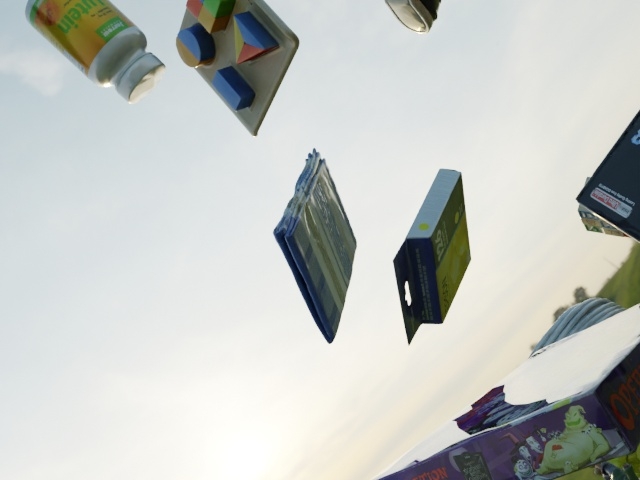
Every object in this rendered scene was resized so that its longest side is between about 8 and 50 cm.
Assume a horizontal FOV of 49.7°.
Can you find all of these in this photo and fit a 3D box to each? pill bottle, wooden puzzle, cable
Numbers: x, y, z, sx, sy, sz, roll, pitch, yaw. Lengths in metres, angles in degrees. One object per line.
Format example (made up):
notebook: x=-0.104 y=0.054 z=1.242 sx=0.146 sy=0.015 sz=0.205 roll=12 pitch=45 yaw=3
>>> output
pill bottle: x=-0.417 y=-0.378 z=1.305 sx=0.136 sy=0.246 sz=0.136 roll=-47 pitch=2 yaw=3
wooden puzzle: x=-0.217 y=-0.442 z=1.577 sx=0.080 sy=0.322 sz=0.348 roll=-33 pitch=-14 yaw=-34
cable: x=0.417 y=0.217 z=1.108 sx=0.257 sy=0.089 sz=0.257 roll=-35 pitch=-46 yaw=-21

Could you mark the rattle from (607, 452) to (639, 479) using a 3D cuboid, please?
rattle: x=0.634 y=0.403 z=1.253 sx=0.200 sy=0.143 sz=0.130 roll=-44 pitch=4 yaw=22

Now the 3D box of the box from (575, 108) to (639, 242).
box: x=0.502 y=-0.105 z=0.855 sx=0.073 sy=0.295 sz=0.293 roll=26 pitch=-74 yaw=-25

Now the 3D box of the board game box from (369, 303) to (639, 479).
board game box: x=0.212 y=0.125 z=0.591 sx=0.347 sy=0.056 sz=0.208 roll=-15 pitch=-22 yaw=-51

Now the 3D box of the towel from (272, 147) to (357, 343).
towel: x=0.000 y=0.000 z=1.104 sx=0.034 sy=0.209 sz=0.285 roll=-14 pitch=28 yaw=19

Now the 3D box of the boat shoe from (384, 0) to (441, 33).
boat shoe: x=0.096 y=-0.347 z=0.854 sx=0.065 sy=0.075 sz=0.206 roll=-58 pitch=-41 yaw=-9

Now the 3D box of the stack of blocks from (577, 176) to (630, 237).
stack of blocks: x=0.736 y=-0.050 z=1.511 sx=0.171 sy=0.297 sz=0.087 roll=38 pitch=-112 yaw=-54

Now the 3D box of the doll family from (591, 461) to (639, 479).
doll family: x=0.378 y=0.347 z=0.815 sx=0.076 sy=0.193 sz=0.111 roll=-40 pitch=20 yaw=-14

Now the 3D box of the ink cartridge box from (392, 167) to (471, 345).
ink cartridge box: x=0.268 y=0.045 z=1.604 sx=0.307 sy=0.072 sz=0.303 roll=-61 pitch=-31 yaw=-36
